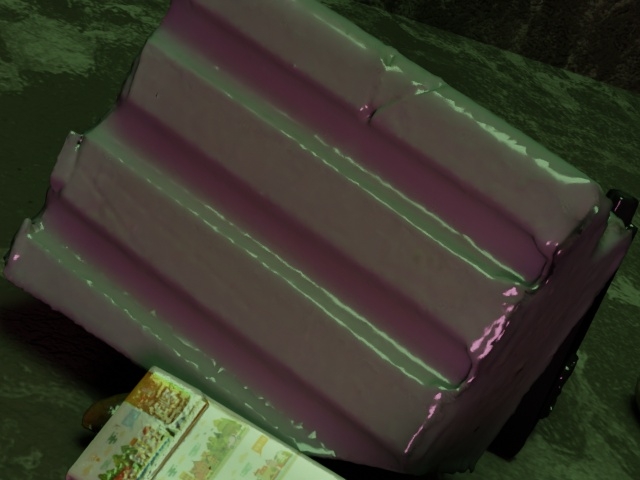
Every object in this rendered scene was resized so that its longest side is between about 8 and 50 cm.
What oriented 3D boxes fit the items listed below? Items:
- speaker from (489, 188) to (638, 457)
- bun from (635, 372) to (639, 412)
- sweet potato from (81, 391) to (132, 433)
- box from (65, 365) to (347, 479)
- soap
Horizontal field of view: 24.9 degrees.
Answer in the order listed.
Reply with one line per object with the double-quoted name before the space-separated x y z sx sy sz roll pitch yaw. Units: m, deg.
"speaker" 0.168 0.041 1.455 0.232 0.254 0.184 28 22 13
"bun" 0.444 0.174 1.608 0.183 0.102 0.183 20 25 -10
"sweet potato" -0.104 0.167 1.187 0.182 0.053 0.054 25 -16 -2
"box" -0.070 0.195 1.110 0.220 0.032 0.122 29 55 12
"soap" 0.000 0.000 1.272 0.435 0.350 0.213 33 1 21
